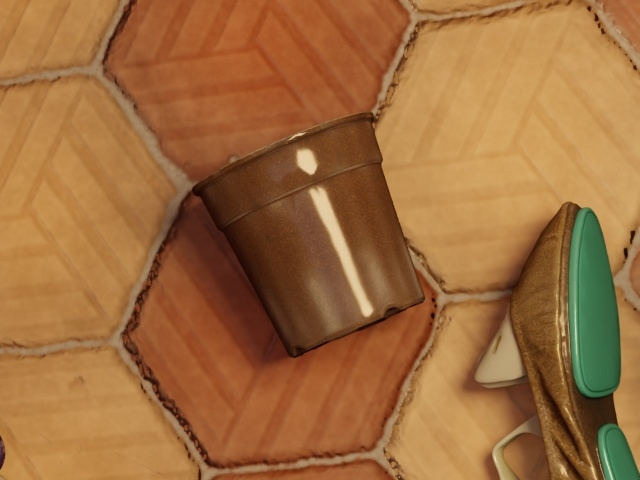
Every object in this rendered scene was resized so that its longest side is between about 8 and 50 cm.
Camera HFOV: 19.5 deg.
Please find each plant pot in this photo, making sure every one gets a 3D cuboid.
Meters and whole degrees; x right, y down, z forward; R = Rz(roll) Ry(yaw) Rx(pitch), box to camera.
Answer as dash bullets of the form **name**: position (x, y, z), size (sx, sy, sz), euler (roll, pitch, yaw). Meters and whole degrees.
- **plant pot**: position (0.000, 0.000, 1.555), size (0.167, 0.167, 0.165), euler (-24, 85, 7)

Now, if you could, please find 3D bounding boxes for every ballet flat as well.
- **ballet flat**: position (0.195, 0.144, 1.530), size (0.124, 0.116, 0.342), euler (-15, 83, 28)

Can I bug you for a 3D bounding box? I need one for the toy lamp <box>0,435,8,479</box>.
- **toy lamp**: position (-0.218, 0.283, 1.594), size (0.080, 0.080, 0.275), euler (-42, 76, 3)
